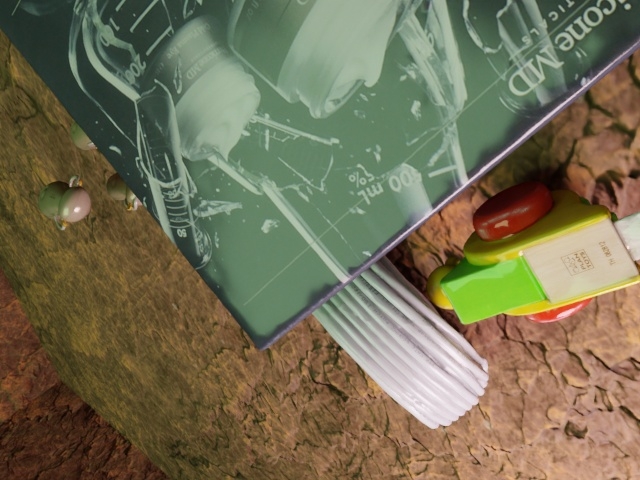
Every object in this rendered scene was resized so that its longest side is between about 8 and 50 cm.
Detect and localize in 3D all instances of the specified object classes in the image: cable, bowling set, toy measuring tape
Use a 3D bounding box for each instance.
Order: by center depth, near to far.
[{"bbox_3d":[0.232,-0.013,0.544,0.330,0.121,0.121,-24,102,34],"label":"toy measuring tape"},{"bbox_3d":[0.064,0.077,0.700,0.257,0.089,0.257,46,-176,11],"label":"cable"},{"bbox_3d":[-0.263,-0.132,0.980,0.200,0.287,0.154,20,175,-34],"label":"bowling set"}]

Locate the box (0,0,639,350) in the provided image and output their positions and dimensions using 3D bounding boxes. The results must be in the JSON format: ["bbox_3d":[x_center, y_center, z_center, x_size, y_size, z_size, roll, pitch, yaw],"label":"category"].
[{"bbox_3d":[0.008,-0.163,0.437,0.312,0.179,0.343,50,120,3],"label":"box"}]
